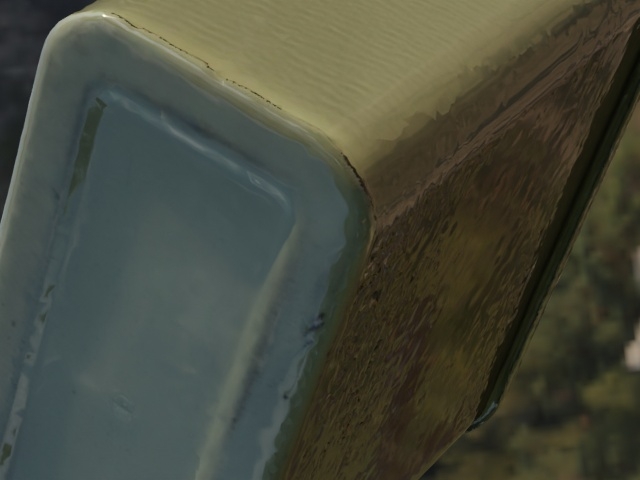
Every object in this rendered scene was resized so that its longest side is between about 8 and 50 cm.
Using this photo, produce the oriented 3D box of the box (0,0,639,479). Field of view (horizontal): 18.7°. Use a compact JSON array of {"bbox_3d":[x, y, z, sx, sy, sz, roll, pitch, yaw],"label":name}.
[{"bbox_3d":[0.000,0.000,0.925,0.177,0.344,0.352,30,126,14],"label":"box"}]
